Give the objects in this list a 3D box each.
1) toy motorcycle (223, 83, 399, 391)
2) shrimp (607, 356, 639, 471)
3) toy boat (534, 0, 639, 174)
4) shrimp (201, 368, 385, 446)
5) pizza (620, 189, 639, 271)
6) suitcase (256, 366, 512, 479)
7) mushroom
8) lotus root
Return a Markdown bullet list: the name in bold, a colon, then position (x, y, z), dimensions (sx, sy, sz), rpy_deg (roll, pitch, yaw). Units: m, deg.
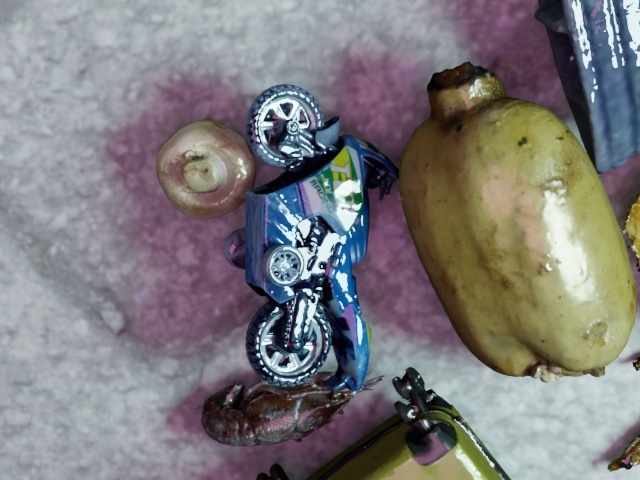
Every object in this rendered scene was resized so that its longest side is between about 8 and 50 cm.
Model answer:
- **toy motorcycle**: position (0.000, 0.000, 1.252), dimensions (0.135, 0.092, 0.254), rpy_deg (-2, 97, -25)
- **shrimp**: position (0.289, 0.149, 1.329), dimensions (0.127, 0.025, 0.091), rpy_deg (-43, 98, 5)
- **toy boat**: position (0.208, -0.191, 1.202), dimensions (0.078, 0.127, 0.283), rpy_deg (-18, 104, 0)
- **shrimp**: position (-0.023, 0.140, 1.318), dimensions (0.165, 0.065, 0.056), rpy_deg (-17, 134, 0)
- **pizza**: position (0.327, -0.020, 1.270), dimensions (0.147, 0.069, 0.226), rpy_deg (-28, 104, 23)
- **suitcase**: position (0.081, 0.250, 1.297), dimensions (0.194, 0.143, 0.235), rpy_deg (-37, 99, 8)
- **mushroom**: position (-0.096, -0.058, 1.268), dimensions (0.083, 0.067, 0.083), rpy_deg (2, 104, 8)
- **lotus root**: position (0.156, -0.009, 1.231), dimensions (0.160, 0.146, 0.284), rpy_deg (-18, 102, 14)
